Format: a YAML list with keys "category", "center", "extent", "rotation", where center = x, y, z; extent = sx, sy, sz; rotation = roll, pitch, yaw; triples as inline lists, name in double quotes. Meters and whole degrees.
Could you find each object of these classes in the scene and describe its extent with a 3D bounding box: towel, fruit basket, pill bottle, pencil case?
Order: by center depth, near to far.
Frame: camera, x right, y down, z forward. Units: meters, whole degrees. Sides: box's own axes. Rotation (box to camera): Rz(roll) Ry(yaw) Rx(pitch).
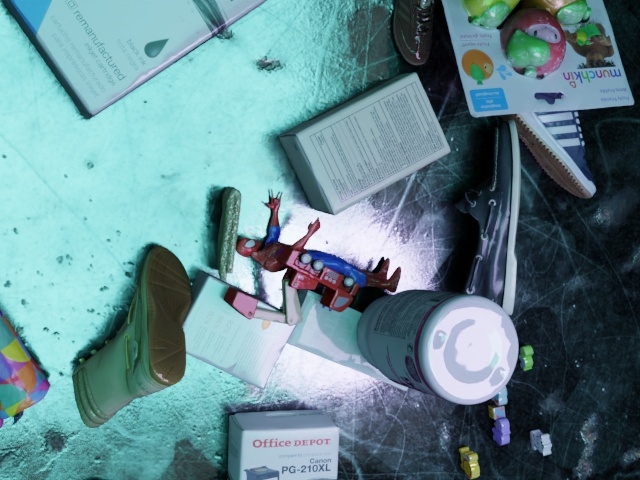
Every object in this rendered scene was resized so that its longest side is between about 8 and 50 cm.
- category: "pencil case"
  center: [-0.511, 0.168, 1.428]
  extent: [0.104, 0.104, 0.236]
  rotation: [-30, 101, -12]
- category: "pill bottle"
  center: [0.172, 0.159, 1.468]
  extent: [0.160, 0.283, 0.160]
  rotation: [0, 90, -20]
- category: "towel"
  center: [-0.150, -0.013, 1.511]
  extent: [0.027, 0.110, 0.148]
  rotation: [7, 94, -10]
- category: "fruit basket"
  center: [0.353, -0.382, 1.550]
  extent: [0.327, 0.165, 0.353]
  rotation: [-6, 71, -22]

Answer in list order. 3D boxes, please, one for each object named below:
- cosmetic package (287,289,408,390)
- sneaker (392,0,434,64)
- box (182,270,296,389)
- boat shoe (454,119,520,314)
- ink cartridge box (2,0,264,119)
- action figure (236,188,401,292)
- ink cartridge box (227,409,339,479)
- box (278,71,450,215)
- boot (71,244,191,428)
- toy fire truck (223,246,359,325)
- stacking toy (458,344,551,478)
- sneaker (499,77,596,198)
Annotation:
- category: "cosmetic package"
  center: [0.057, 0.170, 1.614]
  extent: [0.239, 0.060, 0.099]
  rotation: [24, 87, -17]
- category: "sneaker"
  center: [0.162, -0.395, 1.586]
  extent: [0.066, 0.071, 0.188]
  rotation: [-8, 97, -16]
- category: "box"
  center: [-0.146, 0.146, 1.536]
  extent: [0.170, 0.091, 0.130]
  rotation: [29, 86, -17]
- category: "boat shoe"
  center: [0.291, -0.042, 1.638]
  extent: [0.113, 0.127, 0.340]
  rotation: [2, 97, 10]
- category: "ink cartridge box"
  center: [-0.269, -0.411, 1.407]
  extent: [0.395, 0.166, 0.285]
  rotation: [-37, 104, -11]
- category: "action figure"
  center: [0.000, 0.000, 1.567]
  extent: [0.280, 0.091, 0.139]
  rotation: [7, 100, -18]
- category: "ink cartridge box"
  center: [-0.066, 0.417, 1.580]
  extent: [0.172, 0.100, 0.237]
  rotation: [1, 95, -17]
- category: "box"
  center: [0.071, -0.161, 1.553]
  extent: [0.232, 0.127, 0.149]
  rotation: [-28, 103, -12]
- category: "boot"
  center: [-0.300, 0.150, 1.477]
  extent: [0.203, 0.262, 0.095]
  rotation: [-34, 134, 29]
- category: "toy fire truck"
  center: [-0.043, 0.085, 1.490]
  extent: [0.192, 0.047, 0.135]
  rotation: [29, 85, -24]
- category: "stacking toy"
  center: [0.329, 0.312, 1.713]
  extent: [0.167, 0.052, 0.221]
  rotation: [-11, 98, -15]
- category: "sneaker"
  center: [0.435, -0.217, 1.670]
  extent: [0.153, 0.099, 0.282]
  rotation: [-44, 102, -6]
